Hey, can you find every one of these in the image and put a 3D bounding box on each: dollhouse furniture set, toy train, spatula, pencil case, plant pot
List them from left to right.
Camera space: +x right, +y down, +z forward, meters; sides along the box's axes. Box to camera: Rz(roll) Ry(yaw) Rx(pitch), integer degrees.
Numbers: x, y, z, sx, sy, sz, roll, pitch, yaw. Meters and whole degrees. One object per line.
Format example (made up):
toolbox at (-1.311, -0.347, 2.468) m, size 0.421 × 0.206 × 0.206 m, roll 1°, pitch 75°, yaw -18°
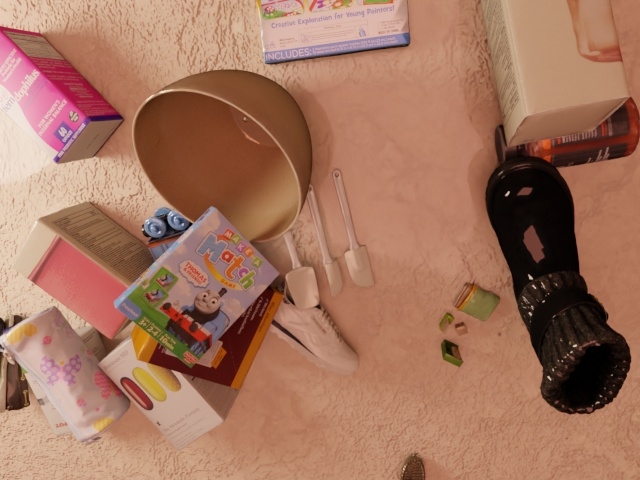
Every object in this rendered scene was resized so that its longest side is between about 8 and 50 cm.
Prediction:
pencil case at (-0.494, 0.260, 0.918) m, size 0.113 × 0.124 × 0.273 m, roll -31°, pitch 102°, yaw 12°
toy train at (-0.255, -0.022, 0.916) m, size 0.184 × 0.080 × 0.105 m, roll -16°, pitch 113°, yaw 10°
plant pot at (-0.129, -0.162, 0.775) m, size 0.284 × 0.191 × 0.284 m, roll 15°, pitch 138°, yaw 14°
spatula at (0.000, 0.000, 0.893) m, size 0.168 × 0.019 × 0.242 m, roll -17°, pitch 104°, yaw -6°
dollhouse furniture set at (0.282, 0.162, 0.908) m, size 0.076 × 0.058 × 0.152 m, roll 26°, pitch 108°, yaw -1°

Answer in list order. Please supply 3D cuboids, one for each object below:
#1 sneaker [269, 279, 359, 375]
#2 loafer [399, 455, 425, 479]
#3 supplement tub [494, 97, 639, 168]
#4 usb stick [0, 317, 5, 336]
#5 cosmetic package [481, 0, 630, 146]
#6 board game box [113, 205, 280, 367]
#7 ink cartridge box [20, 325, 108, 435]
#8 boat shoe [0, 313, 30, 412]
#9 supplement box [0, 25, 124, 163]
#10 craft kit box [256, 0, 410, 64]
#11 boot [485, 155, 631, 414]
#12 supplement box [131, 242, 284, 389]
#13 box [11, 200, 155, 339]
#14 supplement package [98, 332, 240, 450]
sneaker at (-0.010, 0.179, 0.942) m, size 0.235 × 0.090 × 0.095 m, roll 35°, pitch 95°, yaw -6°
loafer at (0.199, 0.546, 1.042) m, size 0.056 × 0.050 × 0.148 m, roll 6°, pitch 92°, yaw 2°
supplement tub at (0.393, -0.171, 0.767) m, size 0.197 × 0.106 × 0.106 m, roll -8°, pitch 105°, yaw 11°
usb stick at (-0.771, 0.271, 1.057) m, size 0.278 × 0.045 × 0.077 m, roll -46°, pitch 57°, yaw 26°
cosmetic package at (0.314, -0.303, 0.665) m, size 0.129 × 0.153 × 0.296 m, roll -8°, pitch 85°, yaw 11°
board game box at (-0.193, 0.075, 0.763) m, size 0.211 × 0.039 × 0.160 m, roll -48°, pitch 115°, yaw -12°
ink cartridge box at (-0.546, 0.311, 1.047) m, size 0.153 × 0.087 × 0.209 m, roll -14°, pitch 103°, yaw 11°
boat shoe at (-0.687, 0.274, 1.066) m, size 0.068 × 0.081 × 0.228 m, roll 4°, pitch 99°, yaw -39°
supplement box at (-0.496, -0.262, 0.855) m, size 0.111 × 0.114 × 0.220 m, roll -42°, pitch 96°, yaw 18°
craft kit box at (0.013, -0.432, 0.767) m, size 0.249 × 0.061 × 0.247 m, roll -4°, pitch 109°, yaw 8°
boot at (0.361, 0.065, 0.727) m, size 0.131 × 0.260 × 0.348 m, roll -17°, pitch 117°, yaw 21°
supplement box at (-0.207, 0.136, 0.862) m, size 0.194 × 0.129 × 0.191 m, roll 27°, pitch 87°, yaw -28°
box at (-0.435, 0.054, 0.922) m, size 0.232 × 0.149 × 0.127 m, roll 38°, pitch 109°, yaw -4°
supplement package at (-0.305, 0.280, 0.981) m, size 0.139 × 0.134 × 0.244 m, roll -37°, pitch 99°, yaw 16°
